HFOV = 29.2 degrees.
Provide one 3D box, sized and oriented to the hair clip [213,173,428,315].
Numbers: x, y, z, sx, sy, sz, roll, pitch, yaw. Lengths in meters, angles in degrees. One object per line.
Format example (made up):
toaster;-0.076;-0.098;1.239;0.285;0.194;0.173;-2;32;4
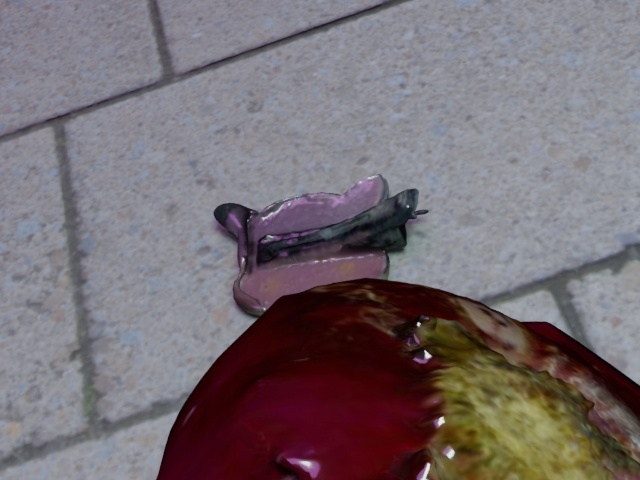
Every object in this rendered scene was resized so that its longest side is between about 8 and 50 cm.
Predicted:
hair clip;0.003;0.005;1.051;0.187;0.056;0.146;-18;48;14

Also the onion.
onion;0.051;0.254;0.681;0.398;0.398;0.420;49;119;41
